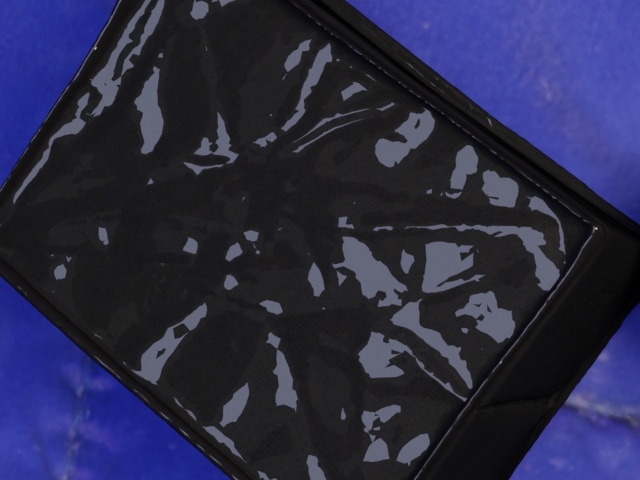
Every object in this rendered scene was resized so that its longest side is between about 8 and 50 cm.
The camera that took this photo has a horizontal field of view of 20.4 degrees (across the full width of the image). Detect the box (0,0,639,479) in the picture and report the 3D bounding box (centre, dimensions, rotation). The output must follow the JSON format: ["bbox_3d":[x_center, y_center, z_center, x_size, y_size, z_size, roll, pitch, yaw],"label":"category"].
[{"bbox_3d":[0.000,0.000,1.107,0.345,0.204,0.251,38,100,19],"label":"box"}]
